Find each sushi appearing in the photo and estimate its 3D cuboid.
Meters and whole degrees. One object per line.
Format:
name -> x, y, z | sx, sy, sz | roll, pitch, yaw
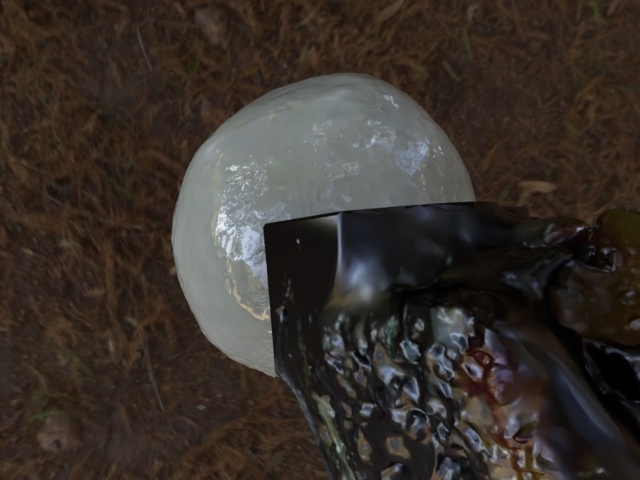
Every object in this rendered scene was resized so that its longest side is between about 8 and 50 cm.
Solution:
sushi -> 0.113, 0.090, 0.440 | 0.215, 0.212, 0.227 | -5, 89, -30

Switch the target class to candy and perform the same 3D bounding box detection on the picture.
candy -> 0.000, 0.000, 0.727 | 0.295, 0.185, 0.295 | 4, 110, 10
